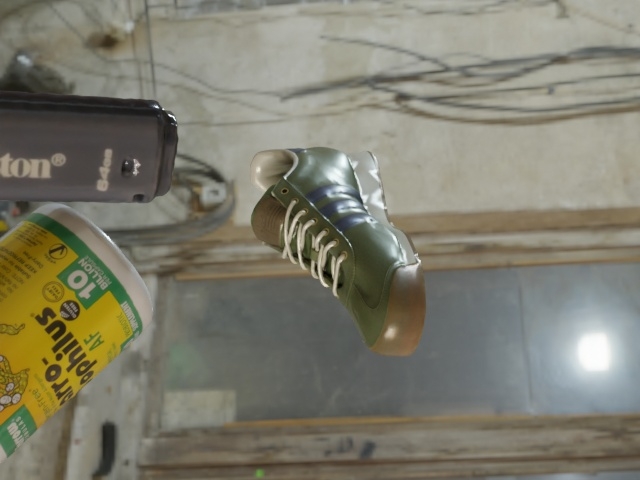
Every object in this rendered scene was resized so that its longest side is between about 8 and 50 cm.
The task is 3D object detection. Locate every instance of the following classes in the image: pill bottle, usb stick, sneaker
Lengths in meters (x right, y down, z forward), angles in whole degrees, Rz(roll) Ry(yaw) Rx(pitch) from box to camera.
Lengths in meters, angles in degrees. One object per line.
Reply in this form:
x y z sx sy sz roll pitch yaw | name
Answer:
-0.225 0.080 0.698 0.208 0.118 0.117 -44 148 -27 | pill bottle
-0.231 -0.061 0.659 0.045 0.278 0.077 -132 -133 -57 | usb stick
0.000 0.000 0.619 0.192 0.086 0.064 -105 -154 -56 | sneaker
